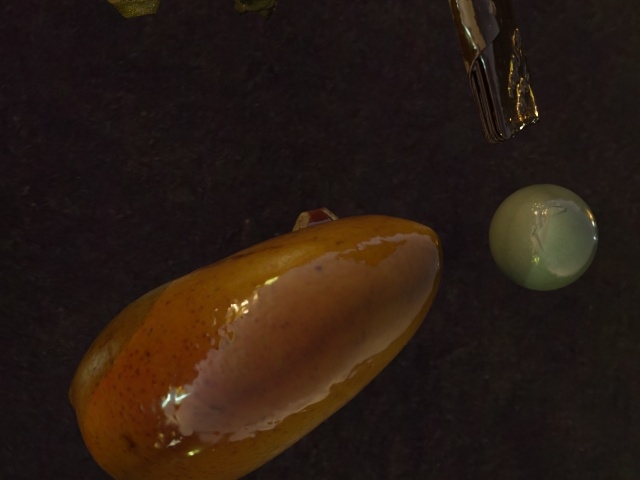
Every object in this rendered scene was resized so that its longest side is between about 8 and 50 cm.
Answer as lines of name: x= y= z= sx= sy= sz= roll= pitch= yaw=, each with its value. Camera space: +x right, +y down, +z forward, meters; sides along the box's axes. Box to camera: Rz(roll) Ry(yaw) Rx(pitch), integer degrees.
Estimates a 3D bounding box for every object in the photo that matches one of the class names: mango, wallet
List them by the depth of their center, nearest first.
wallet: x=0.116 y=-0.158 z=0.465 sx=0.095 sy=0.026 sz=0.176 roll=-32 pitch=109 yaw=-51
mango: x=-0.045 y=0.095 z=0.587 sx=0.350 sy=0.199 sz=0.201 roll=-31 pitch=113 yaw=10

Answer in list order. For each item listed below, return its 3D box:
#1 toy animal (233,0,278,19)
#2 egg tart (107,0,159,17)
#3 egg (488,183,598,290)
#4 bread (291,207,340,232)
toy animal: x=-0.049 y=-0.296 z=0.587 sx=0.054 sy=0.275 sz=0.149 roll=-8 pitch=82 yaw=-15
egg tart: x=-0.327 y=-0.423 z=1.202 sx=0.105 sy=0.105 sz=0.039 roll=-26 pitch=116 yaw=-35
egg: x=0.243 y=-0.004 z=0.735 sx=0.152 sy=0.114 sz=0.114 roll=52 pitch=54 yaw=-66
bread: x=0.000 y=0.000 z=1.309 sx=0.192 sy=0.067 sz=0.119 roll=-15 pitch=110 yaw=-19
